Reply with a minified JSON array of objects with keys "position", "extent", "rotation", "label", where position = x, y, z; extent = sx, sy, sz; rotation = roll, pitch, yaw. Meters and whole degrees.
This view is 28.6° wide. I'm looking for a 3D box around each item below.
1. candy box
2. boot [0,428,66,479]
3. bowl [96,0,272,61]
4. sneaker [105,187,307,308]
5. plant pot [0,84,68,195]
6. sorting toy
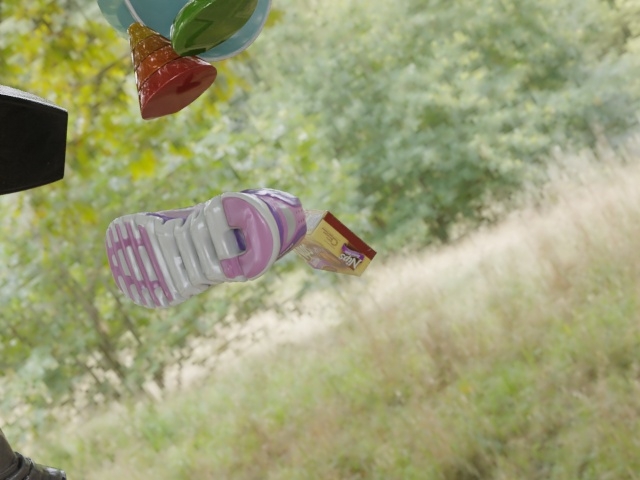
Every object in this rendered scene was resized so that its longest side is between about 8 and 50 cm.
[{"position":[0.000,0.000,1.986],"extent":[0.053,0.109,0.186],"rotation":[-55,21,-13],"label":"candy box"},{"position":[-0.493,0.280,1.491],"extent":[0.338,0.223,0.118],"rotation":[-4,53,21],"label":"boot"},{"position":[-0.243,-0.426,2.019],"extent":[0.163,0.311,0.311],"rotation":[-7,32,49],"label":"bowl"},{"position":[-0.105,0.001,1.193],"extent":[0.236,0.095,0.104],"rotation":[-11,10,40],"label":"sneaker"},{"position":[-0.551,-0.185,2.245],"extent":[0.167,0.188,0.187],"rotation":[-2,15,-29],"label":"plant pot"},{"position":[-0.173,-0.306,1.613],"extent":[0.127,0.126,0.365],"rotation":[-26,-16,-37],"label":"sorting toy"}]
